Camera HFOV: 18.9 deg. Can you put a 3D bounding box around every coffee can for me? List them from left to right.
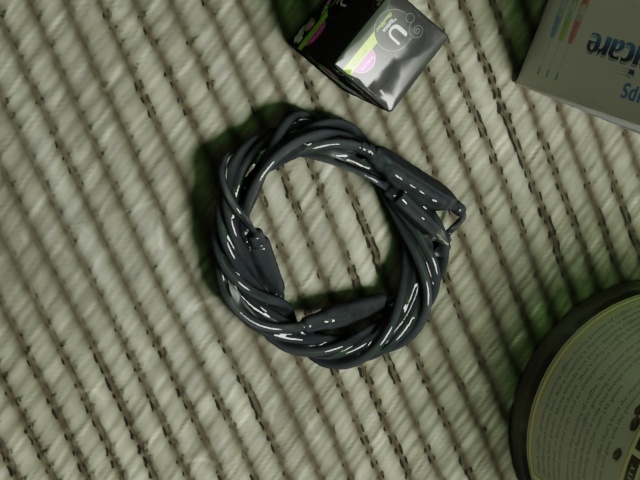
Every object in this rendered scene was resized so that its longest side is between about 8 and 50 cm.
[{"bbox_3d":[0.277,0.158,1.279,0.202,0.275,0.201,-6,107,-20],"label":"coffee can"}]

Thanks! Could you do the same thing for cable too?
[{"bbox_3d":[0.000,0.000,1.255,0.184,0.047,0.150,29,97,-29],"label":"cable"}]

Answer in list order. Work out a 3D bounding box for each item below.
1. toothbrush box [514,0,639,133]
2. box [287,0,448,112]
[{"bbox_3d":[0.306,-0.095,1.259,0.283,0.206,0.122,17,97,-25],"label":"toothbrush box"},{"bbox_3d":[0.029,-0.125,1.204,0.052,0.083,0.062,38,89,-27],"label":"box"}]
